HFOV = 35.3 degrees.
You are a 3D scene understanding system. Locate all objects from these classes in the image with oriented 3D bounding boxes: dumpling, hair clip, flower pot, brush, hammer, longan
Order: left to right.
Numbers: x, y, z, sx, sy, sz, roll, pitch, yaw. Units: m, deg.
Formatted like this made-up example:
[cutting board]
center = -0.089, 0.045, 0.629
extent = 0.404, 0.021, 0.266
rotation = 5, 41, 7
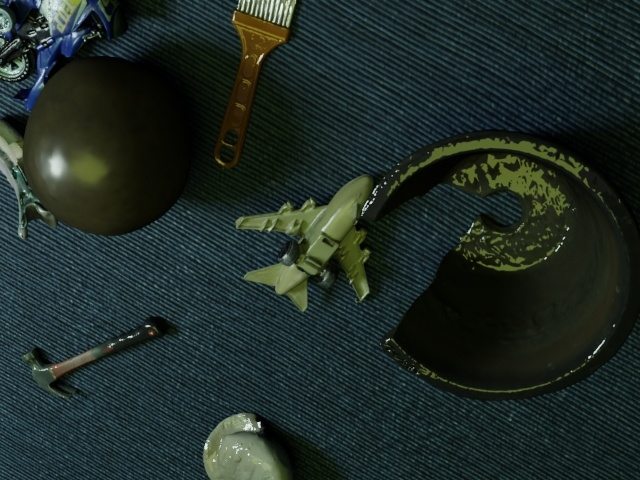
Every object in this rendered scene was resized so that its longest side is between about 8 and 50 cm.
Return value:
[hair clip]
center = -0.479, -0.113, 1.577
extent = 0.218, 0.071, 0.159
rotation = 56, 153, 23
[hammer]
center = -0.391, 0.196, 1.765
extent = 0.288, 0.033, 0.111
rotation = -25, 105, 24
[longan]
center = -0.309, -0.135, 1.477
extent = 0.258, 0.258, 0.258
rotation = 6, 115, 13
[brush]
center = -0.109, -0.244, 1.495
extent = 0.090, 0.017, 0.314
rotation = 21, 119, 5
[dumpling]
center = -0.123, 0.395, 1.749
extent = 0.150, 0.092, 0.176
rotation = -24, 105, 21
[flower pot]
center = 0.255, 0.000, 1.375
extent = 0.380, 0.251, 0.379
rotation = 5, 112, 13

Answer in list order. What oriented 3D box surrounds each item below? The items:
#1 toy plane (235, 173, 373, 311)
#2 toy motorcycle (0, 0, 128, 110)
[toy plane]
center = 0.000, 0.000, 1.537
extent = 0.242, 0.104, 0.256
rotation = 31, 126, -17
[toy motorcycle]
center = -0.391, -0.317, 1.487
extent = 0.169, 0.113, 0.315
rotation = 38, 128, -14
